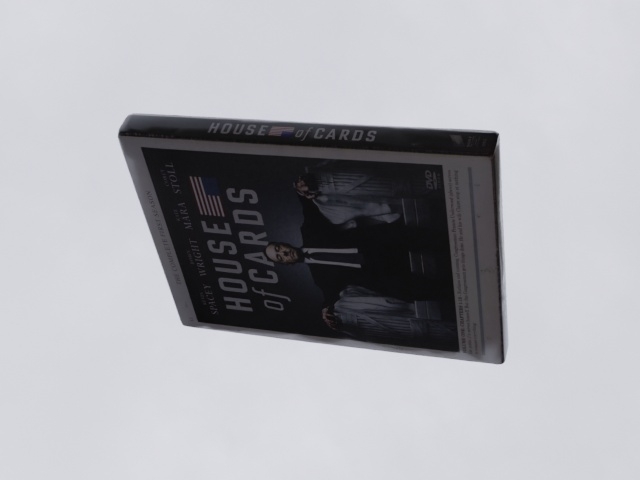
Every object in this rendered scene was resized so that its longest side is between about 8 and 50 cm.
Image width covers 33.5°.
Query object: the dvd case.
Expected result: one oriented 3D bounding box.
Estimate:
[{"bbox_3d":[0.000,0.000,0.694,0.030,0.238,0.179,-68,-25,-44],"label":"dvd case"}]
